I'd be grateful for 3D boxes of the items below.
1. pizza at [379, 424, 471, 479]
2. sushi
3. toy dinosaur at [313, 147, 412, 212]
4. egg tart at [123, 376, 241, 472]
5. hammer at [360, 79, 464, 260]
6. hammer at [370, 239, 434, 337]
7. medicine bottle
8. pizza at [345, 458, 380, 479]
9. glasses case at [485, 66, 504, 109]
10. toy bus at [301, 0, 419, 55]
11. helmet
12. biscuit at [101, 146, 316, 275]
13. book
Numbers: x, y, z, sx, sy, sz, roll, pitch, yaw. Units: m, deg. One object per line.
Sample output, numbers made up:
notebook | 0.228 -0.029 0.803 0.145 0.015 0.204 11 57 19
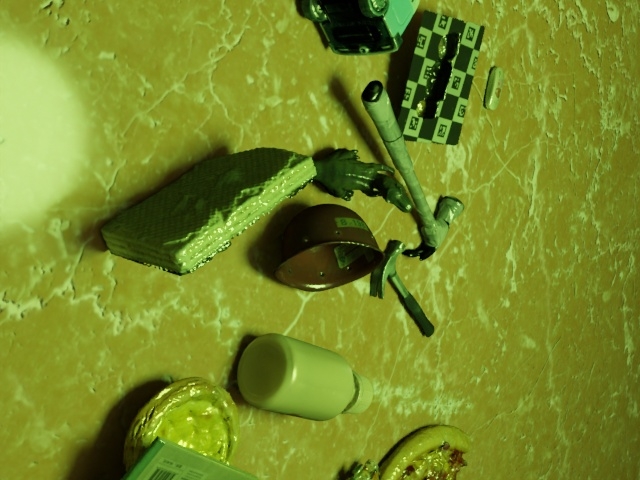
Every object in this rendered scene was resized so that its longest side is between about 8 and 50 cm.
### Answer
pizza | 0.206 0.485 1.652 0.289 0.081 0.229 -11 108 -47
sushi | 0.189 -0.277 1.443 0.192 0.050 0.215 -3 111 -48
toy dinosaur | 0.045 -0.096 1.253 0.179 0.187 0.087 -10 108 -75
egg tart | -0.193 0.269 1.140 0.191 0.074 0.191 -16 112 -44
hammer | 0.150 -0.119 1.411 0.152 0.044 0.427 -55 143 -20
hammer | 0.158 0.111 1.536 0.103 0.029 0.246 -56 137 -22
medicine bottle | -0.011 0.221 1.305 0.252 0.114 0.114 25 81 -49
pizza | 0.034 0.484 1.479 0.195 0.052 0.185 -16 119 -50
glasses case | 0.337 -0.294 1.630 0.032 0.021 0.083 9 94 -48
toy bus | 0.041 -0.409 1.175 0.165 0.133 0.271 -57 134 -27
helmet | 0.000 0.000 1.258 0.175 0.155 0.106 -2 62 -33
biscuit | -0.135 -0.051 1.058 0.252 0.150 0.052 -38 128 -36
book | -0.229 0.391 1.096 0.282 0.025 0.215 -48 135 1
